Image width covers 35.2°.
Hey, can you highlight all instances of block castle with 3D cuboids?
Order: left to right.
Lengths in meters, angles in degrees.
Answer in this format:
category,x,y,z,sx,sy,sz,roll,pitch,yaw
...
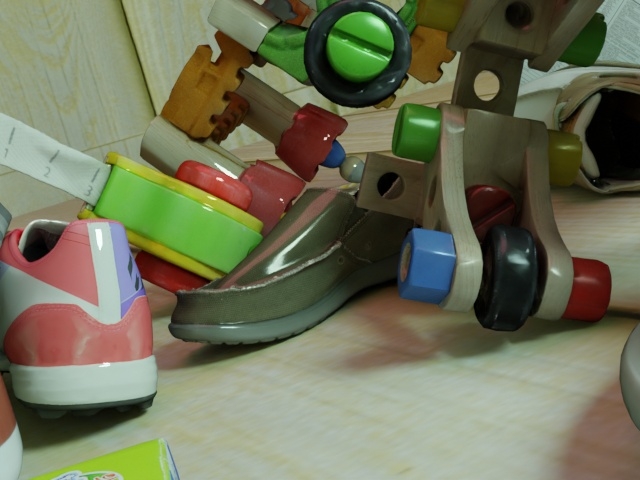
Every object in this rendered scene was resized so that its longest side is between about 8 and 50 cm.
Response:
category,x,y,z,sx,sy,sz,roll,pitch,yaw
block castle,0.040,-0.225,0.991,0.453,0.212,0.303,-56,2,25

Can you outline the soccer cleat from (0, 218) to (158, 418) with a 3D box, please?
category,x,y,z,sx,sy,sz,roll,pitch,yaw
soccer cleat,-0.198,0.040,0.708,0.108,0.116,0.318,-1,3,-31

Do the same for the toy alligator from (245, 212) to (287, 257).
category,x,y,z,sx,sy,sz,roll,pitch,yaw
toy alligator,0.000,0.000,0.887,0.051,0.056,0.189,34,28,15

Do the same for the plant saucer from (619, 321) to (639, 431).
category,x,y,z,sx,sy,sz,roll,pitch,yaw
plant saucer,0.290,-0.017,0.311,0.400,0.101,0.400,-12,6,1

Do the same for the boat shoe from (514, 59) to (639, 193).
category,x,y,z,sx,sy,sz,roll,pitch,yaw
boat shoe,0.245,-0.099,0.868,0.103,0.113,0.302,-16,10,-38

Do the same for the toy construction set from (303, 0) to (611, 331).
category,x,y,z,sx,sy,sz,roll,pitch,yaw
toy construction set,0.143,-0.086,0.643,0.308,0.258,0.237,-15,0,-3

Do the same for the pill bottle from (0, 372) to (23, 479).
category,x,y,z,sx,sy,sz,roll,pitch,yaw
pill bottle,-0.186,0.055,0.383,0.121,0.216,0.121,-14,11,3

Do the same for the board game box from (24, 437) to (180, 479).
category,x,y,z,sx,sy,sz,roll,pitch,yaw
board game box,-0.116,0.153,0.147,0.233,0.078,0.347,-17,10,-9

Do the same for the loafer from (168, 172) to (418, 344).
category,x,y,z,sx,sy,sz,roll,pitch,yaw
loafer,-0.012,0.007,0.748,0.251,0.087,0.094,-24,14,-41

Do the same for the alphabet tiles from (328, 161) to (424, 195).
category,x,y,z,sx,sy,sz,roll,pitch,yaw
alphabet tiles,0.077,-0.052,1.123,0.278,0.021,0.284,-16,10,-3

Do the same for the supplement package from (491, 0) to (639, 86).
category,x,y,z,sx,sy,sz,roll,pitch,yaw
supplement package,0.320,-0.251,0.995,0.199,0.198,0.263,-31,-26,-56

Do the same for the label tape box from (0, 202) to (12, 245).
category,x,y,z,sx,sy,sz,roll,pitch,yaw
label tape box,-0.314,0.046,0.628,0.249,0.115,0.347,-48,13,-5

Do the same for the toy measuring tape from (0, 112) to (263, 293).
category,x,y,z,sx,sy,sz,roll,pitch,yaw
toy measuring tape,-0.140,-0.027,0.808,0.121,0.121,0.330,-9,-23,31
